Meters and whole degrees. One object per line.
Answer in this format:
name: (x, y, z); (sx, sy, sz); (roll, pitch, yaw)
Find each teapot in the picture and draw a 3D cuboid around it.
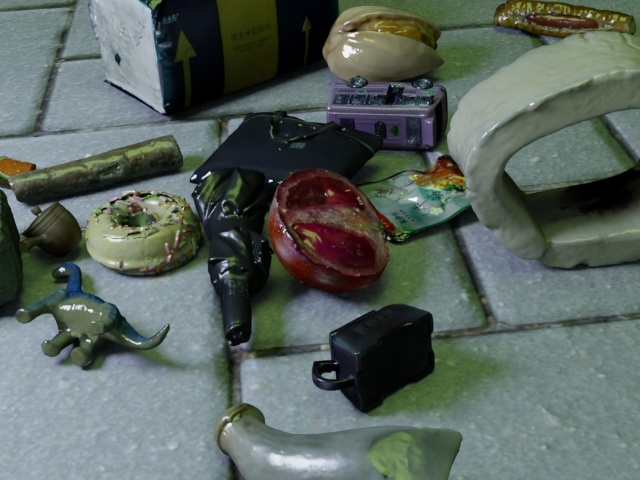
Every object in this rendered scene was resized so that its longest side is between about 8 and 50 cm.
teapot: (0.059, 0.126, 1.163); (0.177, 0.087, 0.096); (-27, 36, -31)
teapot: (-0.395, -0.003, 1.396); (0.085, 0.080, 0.110); (-34, 18, 27)

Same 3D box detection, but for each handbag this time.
handbag: (-0.048, -0.130, 1.553); (0.254, 0.089, 0.211); (11, 42, 19)

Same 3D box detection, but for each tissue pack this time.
tissue pack: (-0.202, -0.427, 1.865); (0.416, 0.253, 0.264); (-26, 40, -28)

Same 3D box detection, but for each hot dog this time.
hot dog: (0.502, -0.458, 2.024); (0.288, 0.068, 0.083); (10, 29, 20)

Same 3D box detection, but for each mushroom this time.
mushroom: (0.004, 0.229, 1.000); (0.270, 0.103, 0.118); (5, 34, 22)

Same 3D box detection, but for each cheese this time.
cheese: (0.348, -0.110, 1.324); (0.332, 0.292, 0.153); (-12, 33, 7)

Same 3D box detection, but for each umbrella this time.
umbrella: (-0.117, 0.014, 1.332); (0.118, 0.118, 0.340); (-4, 38, -2)

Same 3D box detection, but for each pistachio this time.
pistachio: (0.120, -0.362, 1.851); (0.229, 0.157, 0.157); (-1, 33, -8)

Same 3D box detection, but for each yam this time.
yam: (-0.358, -0.112, 1.574); (0.274, 0.061, 0.061); (-17, 36, -18)

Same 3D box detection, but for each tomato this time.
tomato: (0.000, 0.000, 1.325); (0.173, 0.099, 0.189); (12, 43, -27)

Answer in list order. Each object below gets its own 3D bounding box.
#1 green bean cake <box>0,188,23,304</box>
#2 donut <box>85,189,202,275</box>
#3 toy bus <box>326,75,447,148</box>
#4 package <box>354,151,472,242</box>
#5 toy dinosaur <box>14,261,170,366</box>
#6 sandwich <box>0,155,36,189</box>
green bean cake: (-0.528, 0.024, 1.332); (0.227, 0.125, 0.222); (-16, 35, -10)
donut: (-0.256, -0.018, 1.417); (0.174, 0.068, 0.175); (-3, 34, 2)
toy bus: (0.112, -0.211, 1.654); (0.198, 0.096, 0.108); (4, 38, 13)
package: (0.173, -0.075, 1.498); (0.231, 0.040, 0.166); (-17, 37, -18)
toy dinosaur: (-0.278, 0.084, 1.272); (0.247, 0.075, 0.188); (2, 26, 18)
sandwich: (-0.504, -0.108, 1.612); (0.101, 0.026, 0.069); (15, 33, 20)
